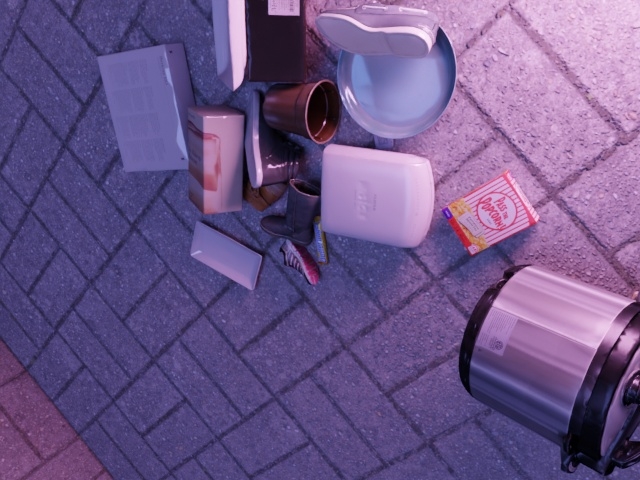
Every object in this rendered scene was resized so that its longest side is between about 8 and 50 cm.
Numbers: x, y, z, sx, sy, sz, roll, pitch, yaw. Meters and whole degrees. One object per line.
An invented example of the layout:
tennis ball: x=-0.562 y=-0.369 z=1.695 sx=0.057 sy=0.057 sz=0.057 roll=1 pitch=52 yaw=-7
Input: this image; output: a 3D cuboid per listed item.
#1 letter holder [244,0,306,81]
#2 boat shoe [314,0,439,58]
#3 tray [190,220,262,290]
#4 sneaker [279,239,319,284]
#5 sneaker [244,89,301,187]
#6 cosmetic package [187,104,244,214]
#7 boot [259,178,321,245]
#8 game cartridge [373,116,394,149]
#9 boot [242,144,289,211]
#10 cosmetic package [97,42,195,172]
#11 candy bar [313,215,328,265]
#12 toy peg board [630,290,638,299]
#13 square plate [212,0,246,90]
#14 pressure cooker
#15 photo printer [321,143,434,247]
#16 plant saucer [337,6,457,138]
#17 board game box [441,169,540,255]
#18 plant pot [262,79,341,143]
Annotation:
letter holder: x=-0.119 y=-0.582 z=1.554 sx=0.152 sy=0.214 sz=0.301 roll=-1 pitch=110 yaw=-4
boat shoe: x=0.136 y=-0.517 z=1.422 sx=0.319 sy=0.099 sz=0.116 roll=20 pitch=161 yaw=30
tray: x=-0.312 y=0.047 z=1.968 sx=0.270 sy=0.030 sz=0.145 roll=27 pitch=120 yaw=17
sneaker: x=-0.069 y=0.069 z=1.823 sx=0.075 sy=0.063 sz=0.170 roll=-35 pitch=85 yaw=34
sneaker: x=-0.137 y=-0.290 z=1.703 sx=0.104 sy=0.147 sz=0.295 roll=144 pitch=122 yaw=-62
cosmetic package: x=-0.315 y=-0.243 z=1.763 sx=0.153 sy=0.129 sz=0.296 roll=38 pitch=129 yaw=53
boot: x=-0.091 y=-0.091 z=1.727 sx=0.190 sy=0.076 sz=0.208 roll=17 pitch=142 yaw=11
game cartridge: x=0.169 y=-0.286 z=1.575 sx=0.056 sy=0.017 sz=0.083 roll=-1 pitch=109 yaw=33
boot: x=-0.199 y=-0.191 z=1.787 sx=0.197 sy=0.073 sz=0.152 roll=52 pitch=129 yaw=5
cosmetic package: x=-0.531 y=-0.411 z=1.867 sx=0.284 sy=0.097 sz=0.377 roll=3 pitch=111 yaw=30
candy bar: x=0.000 y=0.000 z=1.782 sx=0.040 sy=0.018 sz=0.161 roll=3 pitch=110 yaw=29
toy peg board: x=0.793 y=0.231 z=1.394 sx=0.161 sy=0.079 sz=0.160 roll=22 pitch=119 yaw=20
square plate: x=-0.243 y=-0.589 z=1.551 sx=0.049 sy=0.347 sz=0.344 roll=-6 pitch=113 yaw=-14
pressure cooker: x=0.569 y=0.282 z=1.311 sx=0.420 sy=0.375 sz=0.369 roll=22 pitch=129 yaw=42
photo printer: x=0.154 y=-0.118 z=1.594 sx=0.308 sy=0.107 sz=0.256 roll=13 pitch=115 yaw=25
plant saucer: x=0.192 y=-0.417 z=1.483 sx=0.318 sy=0.044 sz=0.317 roll=9 pitch=110 yaw=27
board game box: x=0.429 y=-0.068 z=1.498 sx=0.193 sy=0.045 sz=0.146 roll=-33 pitch=91 yaw=34
plant pot: x=-0.055 y=-0.355 z=1.595 sx=0.165 sy=0.167 sz=0.167 roll=15 pitch=116 yaw=33
